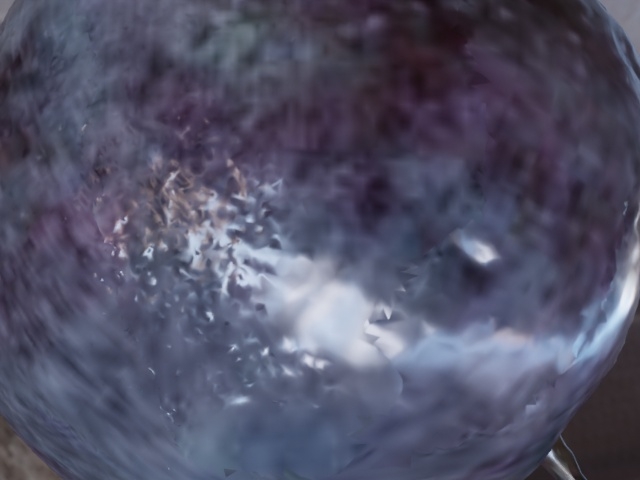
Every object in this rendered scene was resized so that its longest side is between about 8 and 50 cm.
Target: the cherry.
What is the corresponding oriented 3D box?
[{"bbox_3d":[-0.009,-0.004,0.461,0.195,0.195,0.195,-29,151,-18],"label":"cherry"}]
